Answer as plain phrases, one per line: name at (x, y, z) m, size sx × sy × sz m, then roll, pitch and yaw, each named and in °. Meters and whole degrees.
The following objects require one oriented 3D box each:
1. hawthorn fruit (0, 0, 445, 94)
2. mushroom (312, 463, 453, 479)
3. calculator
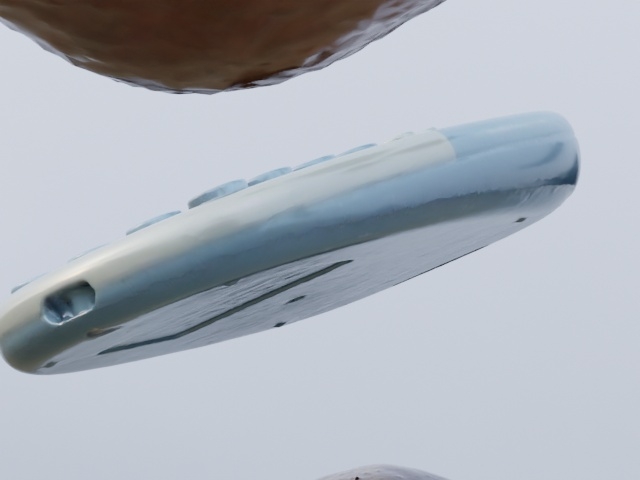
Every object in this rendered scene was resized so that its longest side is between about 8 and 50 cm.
hawthorn fruit at (0.000, -0.102, 0.302) m, size 0.162 × 0.163 × 0.203 m, roll 24°, pitch -13°, yaw -24°
mushroom at (0.058, 0.237, 1.148) m, size 0.231 × 0.194 × 0.138 m, roll 54°, pitch -9°, yaw 10°
calculator at (0.000, 0.000, 0.749) m, size 0.188 × 0.042 × 0.302 m, roll -26°, pitch -9°, yaw 34°
